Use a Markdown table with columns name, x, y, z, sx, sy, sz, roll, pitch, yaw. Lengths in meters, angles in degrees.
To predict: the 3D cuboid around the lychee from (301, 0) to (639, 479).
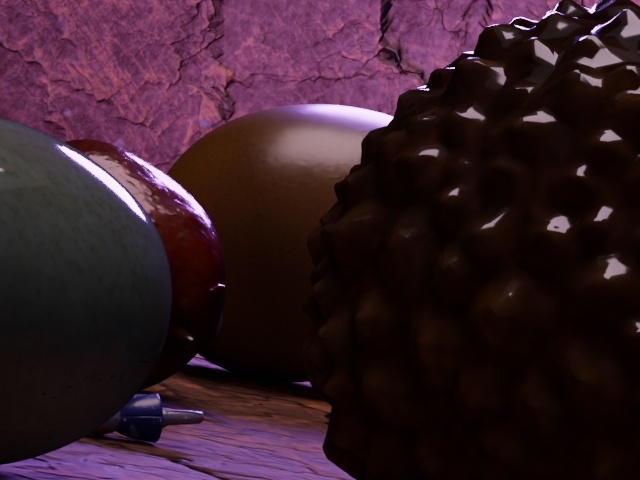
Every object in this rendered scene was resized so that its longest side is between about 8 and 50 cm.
| name | x | y | z | sx | sy | sz | roll | pitch | yaw |
| --- | --- | --- | --- | --- | --- | --- | --- | --- | --- |
| lychee | 0.125 | 0.029 | 0.616 | 0.267 | 0.267 | 0.267 | 10 | 0 | 0 |

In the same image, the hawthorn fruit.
| name | x | y | z | sx | sy | sz | roll | pitch | yaw |
| --- | --- | --- | --- | --- | --- | --- | --- | --- | --- |
| hawthorn fruit | -0.154 | 0.032 | 1.247 | 0.202 | 0.185 | 0.185 | 32 | 13 | 35 |

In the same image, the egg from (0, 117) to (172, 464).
| name | x | y | z | sx | sy | sz | roll | pitch | yaw |
| --- | --- | --- | --- | --- | --- | --- | --- | --- | --- |
| egg | -0.176 | 0.023 | 0.817 | 0.169 | 0.169 | 0.236 | 11 | 4 | 39 |

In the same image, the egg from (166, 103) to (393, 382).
| name | x | y | z | sx | sy | sz | roll | pitch | yaw |
| --- | --- | --- | --- | --- | --- | --- | --- | --- | --- |
| egg | 0.000 | 0.000 | 1.570 | 0.322 | 0.250 | 0.250 | -9 | 4 | -9 |

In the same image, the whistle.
| name | x | y | z | sx | sy | sz | roll | pitch | yaw |
| --- | --- | --- | --- | --- | --- | --- | --- | --- | --- |
| whistle | -0.111 | 0.106 | 1.034 | 0.083 | 0.029 | 0.033 | 3 | -13 | -20 |
